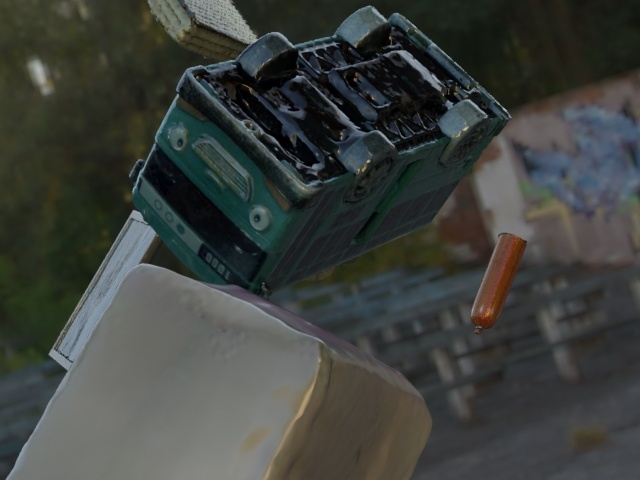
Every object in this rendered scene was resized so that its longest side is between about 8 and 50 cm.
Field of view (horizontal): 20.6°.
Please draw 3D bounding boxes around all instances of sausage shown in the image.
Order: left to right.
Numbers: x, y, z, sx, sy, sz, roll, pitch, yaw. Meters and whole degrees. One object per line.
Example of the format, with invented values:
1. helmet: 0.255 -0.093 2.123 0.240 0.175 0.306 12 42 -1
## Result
1. sausage: 0.175 0.046 1.752 0.031 0.107 0.031 19 -18 6

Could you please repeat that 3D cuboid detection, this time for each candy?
1. candy: -0.093 0.194 0.959 0.145 0.359 0.208 26 -7 24

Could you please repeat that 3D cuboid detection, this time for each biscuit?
1. biscuit: -0.136 -0.244 1.595 0.040 0.199 0.121 -43 -26 21

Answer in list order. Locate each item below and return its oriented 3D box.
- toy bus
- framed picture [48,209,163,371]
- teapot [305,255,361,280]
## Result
1. toy bus: -0.001 -0.056 1.179 0.256 0.128 0.147 -23 -28 -52
2. framed picture: -0.180 0.044 1.493 0.149 0.011 0.109 -60 20 -6
3. teapot: 0.000 0.000 1.386 0.057 0.067 0.083 24 15 40
